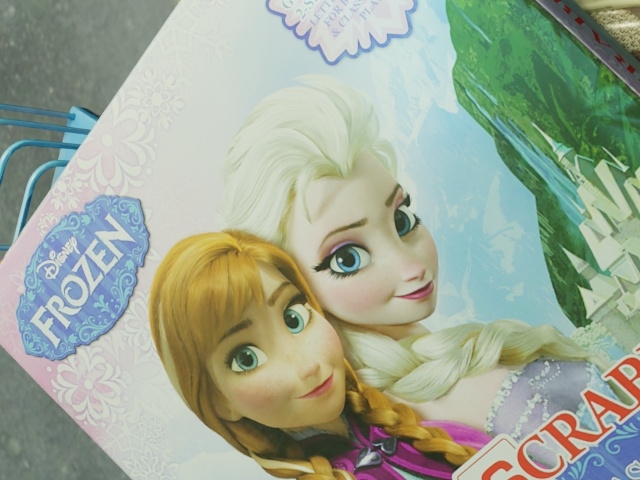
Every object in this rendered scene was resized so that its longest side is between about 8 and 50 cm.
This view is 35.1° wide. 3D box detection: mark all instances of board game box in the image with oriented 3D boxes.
[{"bbox_3d":[0.029,0.034,0.471,0.318,0.066,0.319,44,117,5],"label":"board game box"}]

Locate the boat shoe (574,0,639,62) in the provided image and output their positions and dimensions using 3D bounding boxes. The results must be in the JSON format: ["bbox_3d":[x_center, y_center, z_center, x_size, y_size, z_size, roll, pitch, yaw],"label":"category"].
[{"bbox_3d":[0.157,-0.094,0.487,0.341,0.123,0.123,-1,124,22],"label":"boat shoe"}]

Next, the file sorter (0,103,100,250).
[{"bbox_3d":[-0.173,-0.013,0.671,0.170,0.104,0.118,32,110,41],"label":"file sorter"}]
